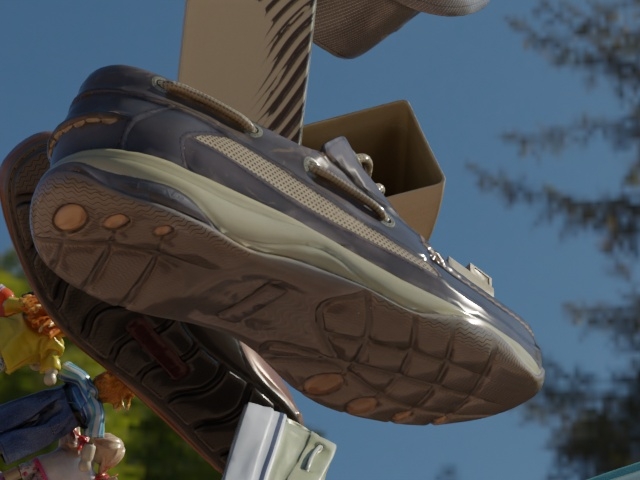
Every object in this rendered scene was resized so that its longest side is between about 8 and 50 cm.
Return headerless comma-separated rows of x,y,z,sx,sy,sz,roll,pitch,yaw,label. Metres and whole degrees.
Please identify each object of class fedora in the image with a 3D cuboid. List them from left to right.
0.020,-0.244,1.625,0.243,0.275,0.124,38,-66,-4,fedora

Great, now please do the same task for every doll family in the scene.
-0.280,0.147,1.933,0.163,0.263,0.118,-24,-10,-18,doll family

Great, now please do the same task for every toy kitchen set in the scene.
0.145,0.069,2.144,0.068,0.083,0.075,36,-60,-19,toy kitchen set

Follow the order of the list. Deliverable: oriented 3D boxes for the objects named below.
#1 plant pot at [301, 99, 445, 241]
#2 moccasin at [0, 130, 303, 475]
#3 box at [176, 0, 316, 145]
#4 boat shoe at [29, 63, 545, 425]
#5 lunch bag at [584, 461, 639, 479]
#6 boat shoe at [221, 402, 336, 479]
0.040,-0.037,1.599,0.109,0.109,0.096,-15,-43,-7,plant pot
-0.149,0.048,1.695,0.139,0.147,0.380,-42,-62,6,moccasin
-0.058,-0.082,1.367,0.094,0.275,0.113,6,3,-1,box
0.000,0.000,1.102,0.355,0.130,0.132,29,-38,-35,boat shoe
0.141,0.224,0.823,0.224,0.108,0.279,-15,-52,-17,lunch bag
-0.045,0.240,1.545,0.094,0.302,0.109,14,-54,-1,boat shoe
